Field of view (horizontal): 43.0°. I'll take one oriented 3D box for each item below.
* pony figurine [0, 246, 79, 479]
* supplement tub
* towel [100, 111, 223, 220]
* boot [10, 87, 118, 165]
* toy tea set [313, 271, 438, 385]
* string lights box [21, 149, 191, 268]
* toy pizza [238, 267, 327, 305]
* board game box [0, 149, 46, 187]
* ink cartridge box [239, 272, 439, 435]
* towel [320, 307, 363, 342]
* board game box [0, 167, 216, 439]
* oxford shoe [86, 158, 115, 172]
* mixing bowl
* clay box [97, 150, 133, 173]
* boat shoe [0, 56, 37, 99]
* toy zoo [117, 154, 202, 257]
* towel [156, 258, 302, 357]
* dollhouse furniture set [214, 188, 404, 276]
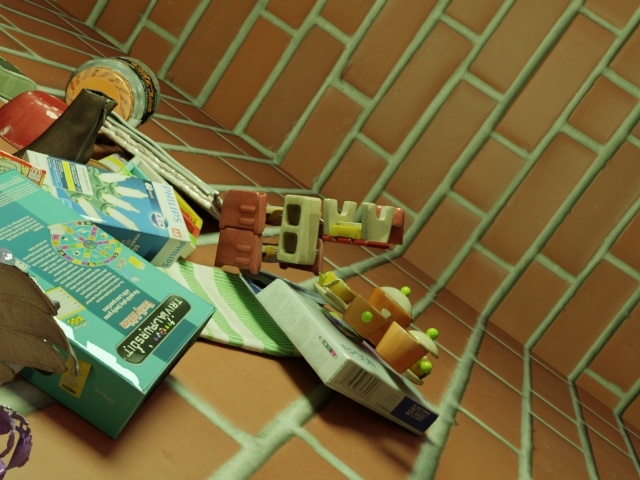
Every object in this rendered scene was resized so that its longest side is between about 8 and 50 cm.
[{"bbox_3d":[-0.305,0.112,0.530,0.351,0.303,0.363,2,18,-3],"label":"pony figurine"},{"bbox_3d":[-0.516,-0.358,2.021,0.193,0.193,0.316,33,11,-10],"label":"supplement tub"},{"bbox_3d":[-0.344,-0.158,1.867,0.332,0.053,0.317,37,-5,5],"label":"towel"},{"bbox_3d":[-0.449,-0.169,1.350,0.090,0.207,0.248,36,11,6],"label":"boot"},{"bbox_3d":[0.131,0.138,1.443,0.200,0.124,0.336,43,-1,-32],"label":"toy tea set"},{"bbox_3d":[-0.347,-0.044,1.289,0.260,0.077,0.133,12,40,-42],"label":"string lights box"},{"bbox_3d":[-0.082,0.099,1.680,0.201,0.032,0.201,23,1,0],"label":"toy pizza"},{"bbox_3d":[-0.507,-0.106,1.135,0.147,0.045,0.193,-8,-26,45],"label":"board game box"},{"bbox_3d":[0.036,0.191,1.505,0.324,0.071,0.330,37,8,-46],"label":"ink cartridge box"},{"bbox_3d":[0.039,0.149,1.435,0.083,0.009,0.060,42,6,32],"label":"towel"},{"bbox_3d":[-0.320,0.061,0.991,0.336,0.079,0.254,35,20,0],"label":"board game box"},{"bbox_3d":[-0.410,-0.089,1.499,0.212,0.076,0.076,41,21,29],"label":"oxford shoe"},{"bbox_3d":[-0.554,-0.235,1.623,0.181,0.098,0.181,34,12,-8],"label":"mixing bowl"},{"bbox_3d":[-0.403,-0.126,1.722,0.127,0.053,0.222,36,9,-7],"label":"clay box"},{"bbox_3d":[-0.722,-0.369,1.760,0.069,0.081,0.228,38,4,34],"label":"boat shoe"},{"bbox_3d":[-0.309,-0.076,1.572,0.192,0.030,0.293,47,6,-12],"label":"toy zoo"},{"bbox_3d":[-0.182,0.107,1.423,0.325,0.038,0.248,24,16,-46],"label":"towel"},{"bbox_3d":[0.000,0.000,1.505,0.374,0.152,0.201,8,2,42],"label":"dollhouse furniture set"}]
